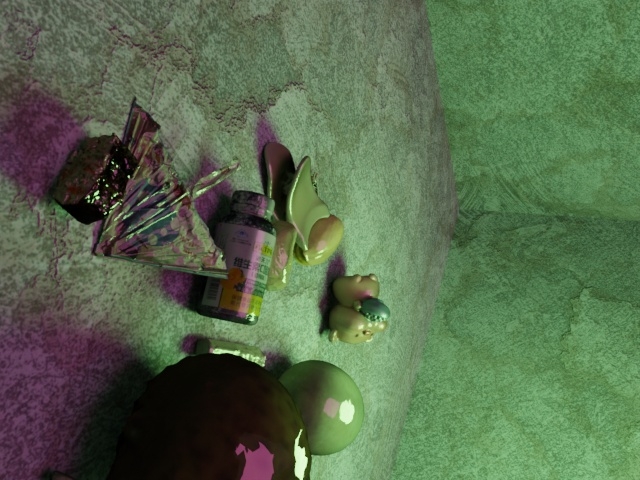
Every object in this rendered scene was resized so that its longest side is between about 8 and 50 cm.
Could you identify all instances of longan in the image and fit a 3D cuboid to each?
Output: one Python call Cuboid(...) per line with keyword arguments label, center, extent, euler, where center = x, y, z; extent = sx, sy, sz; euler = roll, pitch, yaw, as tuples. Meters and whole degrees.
Cuboid(label="longan", center=(-0.206, 0.406, 0.998), extent=(0.391, 0.391, 0.391), euler=(-23, 116, -61))

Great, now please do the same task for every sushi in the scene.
Cuboid(label="sushi", center=(-0.365, -0.102, 0.871), extent=(0.078, 0.091, 0.150), euler=(65, 38, -53))

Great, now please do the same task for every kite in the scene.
Cuboid(label="kite", center=(-0.283, -0.074, 1.037), extent=(0.368, 0.014, 0.406), euler=(-41, 119, -37))

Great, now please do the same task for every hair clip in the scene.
Cuboid(label="hair clip", center=(-0.073, -0.134, 1.460), extent=(0.282, 0.113, 0.172), euler=(78, 32, -41))

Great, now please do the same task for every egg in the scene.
Cuboid(label="egg", center=(-0.006, 0.482, 1.548), extent=(0.258, 0.259, 0.352), euler=(-69, 151, -29))

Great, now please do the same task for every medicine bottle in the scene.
Cuboid(label="medicine bottle", center=(-0.182, 0.037, 1.218), extent=(0.141, 0.141, 0.293), euler=(33, 65, -62))

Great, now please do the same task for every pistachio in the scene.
Cuboid(label="pistachio", center=(0.000, 0.000, 1.606), extent=(0.200, 0.117, 0.145), euler=(-57, 131, -44))

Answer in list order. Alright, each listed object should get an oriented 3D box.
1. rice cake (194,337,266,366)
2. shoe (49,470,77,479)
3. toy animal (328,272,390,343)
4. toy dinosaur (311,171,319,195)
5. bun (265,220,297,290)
Cuboid(label="rice cake", center=(-0.212, 0.276, 1.300), extent=(0.052, 0.057, 0.256), euler=(-56, 151, 1))
Cuboid(label="shoe", center=(-0.430, 0.466, 0.886), extent=(0.099, 0.071, 0.169), euler=(-40, 134, -52))
Cuboid(label="toy animal", center=(0.118, 0.228, 1.847), extent=(0.210, 0.229, 0.221), euler=(4, 49, -38))
Cuboid(label="toy dinosaur", center=(-0.029, -0.187, 1.604), extent=(0.180, 0.037, 0.058), euler=(35, 59, -62))
Cuboid(label="bun", center=(-0.122, 0.036, 1.352), extent=(0.164, 0.111, 0.188), euler=(131, -30, -73))
